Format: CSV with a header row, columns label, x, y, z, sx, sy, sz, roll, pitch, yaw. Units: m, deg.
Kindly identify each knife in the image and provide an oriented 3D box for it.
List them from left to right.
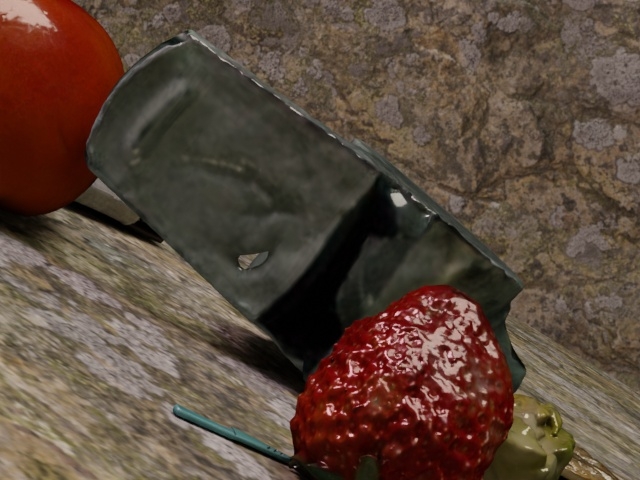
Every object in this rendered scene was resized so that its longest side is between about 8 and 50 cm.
label,x,y,z,sx,sy,sz,roll,pitch,yaw
knife,-0.054,0.122,0.952,0.091,0.005,0.014,28,7,-25

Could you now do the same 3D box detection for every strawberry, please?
label,x,y,z,sx,sy,sz,roll,pitch,yaw
strawberry,0.055,0.103,0.950,0.131,0.148,0.131,29,7,-4

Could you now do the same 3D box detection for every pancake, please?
label,x,y,z,sx,sy,sz,roll,pitch,yaw
pancake,0.242,0.218,1.540,0.151,0.025,0.151,31,6,-4

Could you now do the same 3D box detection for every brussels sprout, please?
label,x,y,z,sx,sy,sz,roll,pitch,yaw
brussels sprout,0.110,0.152,1.102,0.139,0.100,0.181,19,8,-8

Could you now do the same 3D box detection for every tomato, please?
label,x,y,z,sx,sy,sz,roll,pitch,yaw
tomato,-0.273,-0.132,1.216,0.260,0.180,0.260,31,8,-5

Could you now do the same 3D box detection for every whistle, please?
label,x,y,z,sx,sy,sz,roll,pitch,yaw
whistle,0.002,0.006,1.211,0.404,0.168,0.188,35,9,-40

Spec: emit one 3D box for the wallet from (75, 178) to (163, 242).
label,x,y,z,sx,sy,sz,roll,pitch,yaw
wallet,-0.281,-0.098,1.503,0.221,0.071,0.262,32,6,-45
